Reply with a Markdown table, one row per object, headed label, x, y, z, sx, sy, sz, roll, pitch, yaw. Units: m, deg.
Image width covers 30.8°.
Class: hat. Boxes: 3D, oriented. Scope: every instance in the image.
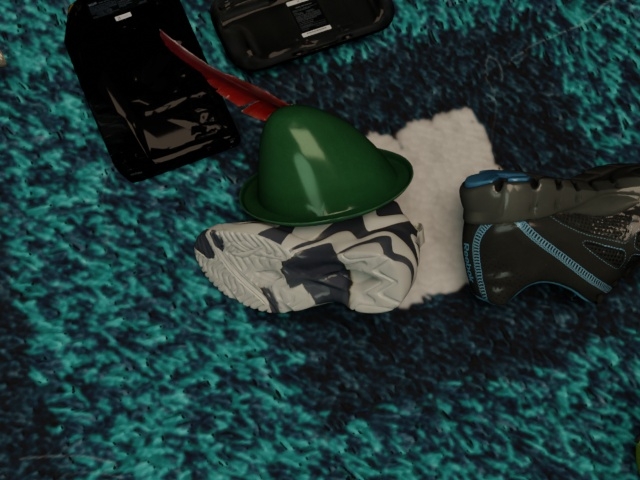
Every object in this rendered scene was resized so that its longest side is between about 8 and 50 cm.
| label | x | y | z | sx | sy | sz | roll | pitch | yaw |
| --- | --- | --- | --- | --- | --- | --- | --- | --- | --- |
| hat | -0.018 | -0.130 | 1.152 | 0.208 | 0.173 | 0.184 | -19 | 119 | -19 |

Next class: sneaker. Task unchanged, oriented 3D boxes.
| label | x | y | z | sx | sy | sz | roll | pitch | yaw |
| --- | --- | --- | --- | --- | --- | --- | --- | --- | --- |
| sneaker | 0.307 | -0.008 | 1.248 | 0.340 | 0.125 | 0.140 | -2 | 101 | -12 |
| sneaker | 0.000 | 0.000 | 1.203 | 0.234 | 0.094 | 0.153 | -1 | 25 | 25 |

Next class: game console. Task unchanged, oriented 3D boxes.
| label | x | y | z | sx | sy | sz | roll | pitch | yaw |
| --- | --- | --- | --- | --- | --- | --- | --- | --- | --- |
| game console | -0.086 | -0.215 | 1.275 | 0.361 | 0.044 | 0.213 | -21 | 79 | -13 |

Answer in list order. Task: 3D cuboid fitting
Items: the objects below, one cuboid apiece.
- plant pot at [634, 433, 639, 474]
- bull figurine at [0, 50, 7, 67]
| label | x | y | z | sx | sy | sz | roll | pitch | yaw |
| --- | --- | --- | --- | --- | --- | --- | --- | --- | --- |
| plant pot | 0.454 | 0.197 | 1.137 | 0.207 | 0.227 | 0.228 | 43 | 73 | 13 |
| bull figurine | -0.440 | -0.177 | 1.182 | 0.188 | 0.101 | 0.310 | -34 | 83 | -20 |
